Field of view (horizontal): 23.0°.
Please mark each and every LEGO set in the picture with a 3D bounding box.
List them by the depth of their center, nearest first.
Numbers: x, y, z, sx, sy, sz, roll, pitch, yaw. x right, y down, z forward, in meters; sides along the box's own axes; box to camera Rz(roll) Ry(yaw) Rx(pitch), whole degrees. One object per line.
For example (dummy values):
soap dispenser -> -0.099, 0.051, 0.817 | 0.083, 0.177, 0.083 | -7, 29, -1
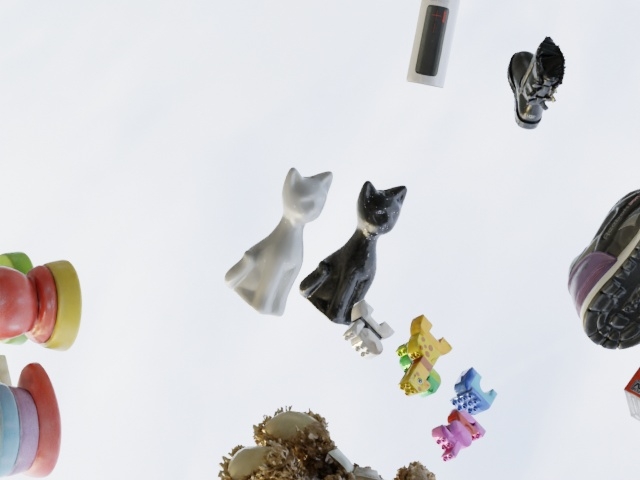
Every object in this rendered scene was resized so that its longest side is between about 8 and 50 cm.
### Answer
LEGO set -> 0.121, 0.169, 1.847 | 0.087, 0.227, 0.093 | -32, -165, 45

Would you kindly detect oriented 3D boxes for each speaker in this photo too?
speaker -> 0.157, -0.282, 2.176 | 0.055, 0.055, 0.136 | 19, -80, 52

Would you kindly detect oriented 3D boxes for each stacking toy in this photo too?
stacking toy -> -0.443, 0.155, 2.108 | 0.130, 0.309, 0.279 | 2, -167, -32

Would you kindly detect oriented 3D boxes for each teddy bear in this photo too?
teddy bear -> 0.040, 0.318, 1.765 | 0.113, 0.338, 0.245 | -62, -177, 27

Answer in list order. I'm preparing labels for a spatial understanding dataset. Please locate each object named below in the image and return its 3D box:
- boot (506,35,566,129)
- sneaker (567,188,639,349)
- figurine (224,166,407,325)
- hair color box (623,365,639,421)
boot -> 0.254, -0.200, 1.844 | 0.045, 0.099, 0.121 | 7, -125, -7
sneaker -> 0.346, -0.032, 1.580 | 0.283, 0.107, 0.124 | -49, -152, 20
figurine -> 0.000, 0.000, 2.142 | 0.092, 0.215, 0.209 | 48, -61, 45
hair color box -> 0.397, 0.137, 1.753 | 0.043, 0.072, 0.141 | 29, -109, 32
